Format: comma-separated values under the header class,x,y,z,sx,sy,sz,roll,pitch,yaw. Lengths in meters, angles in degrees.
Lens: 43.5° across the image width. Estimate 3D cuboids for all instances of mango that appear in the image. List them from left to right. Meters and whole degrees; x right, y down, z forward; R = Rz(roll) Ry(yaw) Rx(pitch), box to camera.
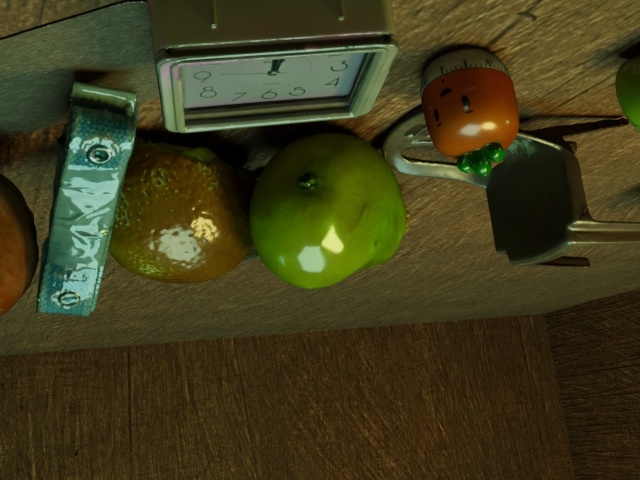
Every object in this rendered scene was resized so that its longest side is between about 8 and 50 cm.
class,x,y,z,sx,sy,sz,roll,pitch,yaw
mango,0.015,-0.041,0.986,0.149,0.185,0.273,10,-166,29

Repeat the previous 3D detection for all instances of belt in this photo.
class,x,y,z,sx,sy,sz,roll,pitch,yaw
belt,-0.245,-0.034,0.825,0.072,0.087,0.302,10,131,-19

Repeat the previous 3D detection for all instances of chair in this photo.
class,x,y,z,sx,sy,sz,roll,pitch,yaw
chair,0.253,-0.063,1.017,0.326,0.183,0.175,-2,166,-25

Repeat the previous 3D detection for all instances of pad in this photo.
class,x,y,z,sx,sy,sz,roll,pitch,yaw
pad,-0.231,-0.152,0.743,0.266,0.002,0.176,-11,166,16

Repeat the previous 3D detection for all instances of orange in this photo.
class,x,y,z,sx,sy,sz,roll,pitch,yaw
orange,-0.172,-0.027,0.975,0.179,0.158,0.237,-13,166,16

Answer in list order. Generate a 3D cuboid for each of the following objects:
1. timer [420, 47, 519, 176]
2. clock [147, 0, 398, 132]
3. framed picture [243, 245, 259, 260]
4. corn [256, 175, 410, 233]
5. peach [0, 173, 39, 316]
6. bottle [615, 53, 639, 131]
class,x,y,z,sx,sy,sz,roll,pitch,yaw
timer,0.155,-0.124,0.829,0.099,0.136,0.136,-8,168,29
clock,-0.043,-0.156,0.675,0.192,0.071,0.147,-6,166,-10
framed picture,-0.200,0.015,1.469,0.184,0.016,0.250,-11,167,16
corn,0.028,-0.039,1.177,0.313,0.102,0.102,2,164,-43
peach,-0.427,-0.008,0.844,0.214,0.214,0.235,-15,147,31
bottle,0.436,-0.195,0.741,0.093,0.093,0.330,1,165,-33
